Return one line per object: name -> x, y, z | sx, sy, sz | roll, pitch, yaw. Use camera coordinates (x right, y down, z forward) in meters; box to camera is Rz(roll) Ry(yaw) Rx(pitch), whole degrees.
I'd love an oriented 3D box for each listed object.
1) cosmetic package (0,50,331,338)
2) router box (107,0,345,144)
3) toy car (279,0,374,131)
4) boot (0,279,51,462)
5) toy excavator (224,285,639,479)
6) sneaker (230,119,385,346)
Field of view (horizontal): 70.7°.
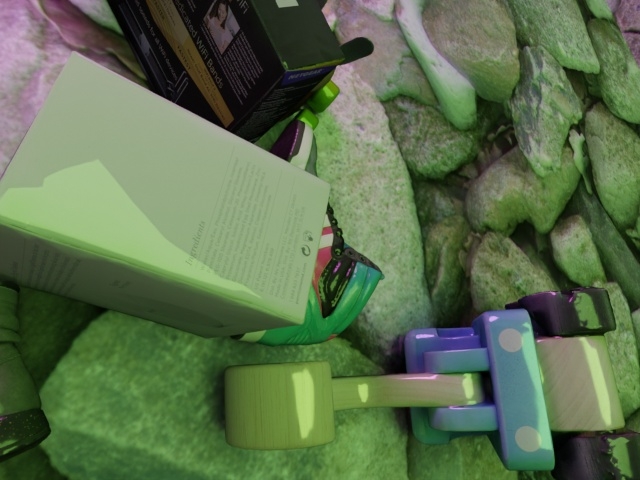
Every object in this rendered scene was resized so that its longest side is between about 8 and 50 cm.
cosmetic package -> -0.151, -0.008, 0.417 | 0.225, 0.224, 0.138 | 23, 65, -28
router box -> -0.136, -0.264, 0.492 | 0.081, 0.243, 0.308 | -29, 94, -36
toy car -> -0.019, -0.248, 0.600 | 0.155, 0.188, 0.148 | 40, 58, -19
boot -> -0.355, 0.128, 0.343 | 0.247, 0.083, 0.161 | -17, 74, -35
toy excavator -> 0.155, 0.195, 0.590 | 0.433, 0.446, 0.222 | 40, 44, -70
sneaker -> 0.000, 0.000, 0.581 | 0.179, 0.124, 0.295 | 22, 65, -28
